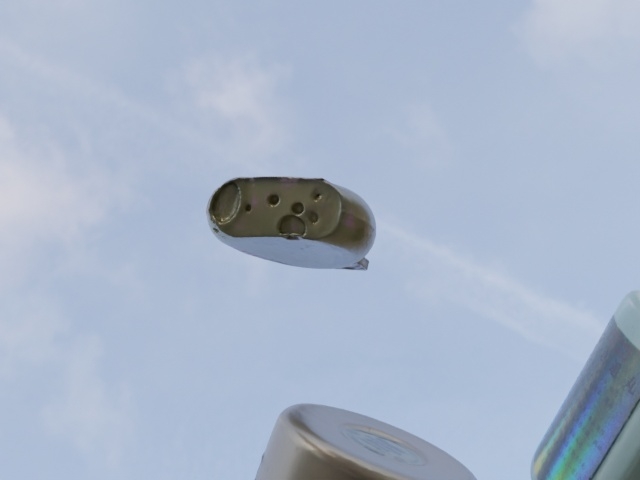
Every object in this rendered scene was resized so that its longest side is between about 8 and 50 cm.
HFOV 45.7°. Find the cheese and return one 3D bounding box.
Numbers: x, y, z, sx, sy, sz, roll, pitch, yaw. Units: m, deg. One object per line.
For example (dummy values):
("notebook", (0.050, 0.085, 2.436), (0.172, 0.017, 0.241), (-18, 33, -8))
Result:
("cheese", (0.000, 0.000, 0.500), (0.097, 0.192, 0.038), (2, -100, 17))

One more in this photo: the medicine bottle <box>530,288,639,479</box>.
("medicine bottle", (0.240, 0.111, 0.554), (0.083, 0.121, 0.229), (20, -72, -5))

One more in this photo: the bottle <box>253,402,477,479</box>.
("bottle", (-0.002, 0.188, 0.337), (0.110, 0.097, 0.209), (19, -89, -23))
